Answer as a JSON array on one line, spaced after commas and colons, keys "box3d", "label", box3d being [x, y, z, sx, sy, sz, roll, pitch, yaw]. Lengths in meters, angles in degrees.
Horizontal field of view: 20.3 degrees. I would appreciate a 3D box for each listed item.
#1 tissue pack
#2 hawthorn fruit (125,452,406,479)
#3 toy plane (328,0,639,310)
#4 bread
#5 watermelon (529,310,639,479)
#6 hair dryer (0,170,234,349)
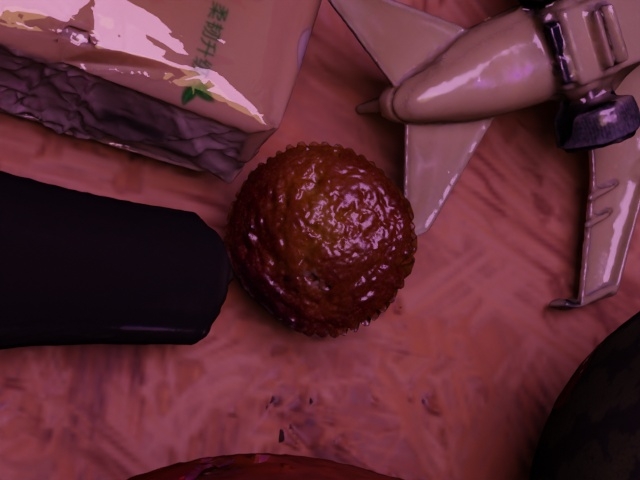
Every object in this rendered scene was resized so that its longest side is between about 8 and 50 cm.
[{"box3d": [-0.081, -0.156, 0.770, 0.186, 0.090, 0.222, 20, 71, -10], "label": "tissue pack"}, {"box3d": [0.022, 0.212, 0.629, 0.307, 0.276, 0.276, 7, 73, -33], "label": "hawthorn fruit"}, {"box3d": [0.128, -0.099, 0.833, 0.256, 0.104, 0.242, -22, 99, -17], "label": "toy plane"}, {"box3d": [0.000, 0.000, 0.764, 0.085, 0.053, 0.085, 0, 93, 9], "label": "bread"}, {"box3d": [0.186, 0.116, 0.732, 0.212, 0.212, 0.212, 5, 74, -18], "label": "watermelon"}, {"box3d": [-0.193, 0.121, 0.679, 0.303, 0.120, 0.359, 10, 83, -32], "label": "hair dryer"}]
